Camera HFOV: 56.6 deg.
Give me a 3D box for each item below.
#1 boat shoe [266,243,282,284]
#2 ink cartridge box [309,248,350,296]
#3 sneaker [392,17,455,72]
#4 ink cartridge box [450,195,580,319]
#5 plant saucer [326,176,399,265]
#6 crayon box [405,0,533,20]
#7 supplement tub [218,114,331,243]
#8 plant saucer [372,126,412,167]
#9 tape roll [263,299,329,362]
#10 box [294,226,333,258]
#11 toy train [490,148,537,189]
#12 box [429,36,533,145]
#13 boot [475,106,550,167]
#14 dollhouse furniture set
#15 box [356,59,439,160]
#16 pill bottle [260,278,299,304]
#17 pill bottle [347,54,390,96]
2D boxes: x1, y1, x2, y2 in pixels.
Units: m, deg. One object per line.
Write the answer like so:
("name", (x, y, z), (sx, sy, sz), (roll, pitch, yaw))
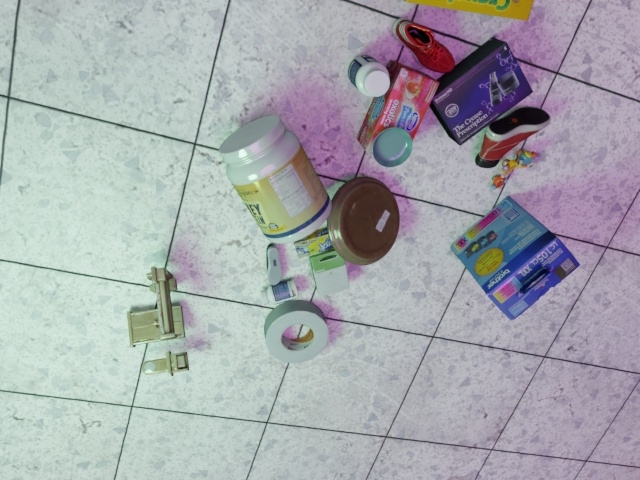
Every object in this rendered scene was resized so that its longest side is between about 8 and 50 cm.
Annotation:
("boat shoe", (-0.153, 0.076, 1.927), (0.049, 0.040, 0.142), (-8, 119, -17))
("ink cartridge box", (0.027, 0.087, 1.918), (0.109, 0.062, 0.209), (-16, 139, -3))
("sneaker", (0.301, -0.529, 1.655), (0.221, 0.128, 0.087), (26, 109, -22))
("ink cartridge box", (0.610, 0.061, 1.864), (0.270, 0.395, 0.151), (-43, 116, 11))
("plant saucer", (0.144, -0.060, 1.841), (0.277, 0.041, 0.278), (-2, 94, -32))
("crayon box", (0.414, -0.771, 1.565), (0.362, 0.106, 0.313), (3, 116, -13))
("supplement tub", (-0.128, -0.173, 1.697), (0.228, 0.228, 0.316), (-28, 118, 4))
("plant saucer", (0.202, -0.267, 1.690), (0.119, 0.021, 0.119), (-5, 120, -9))
("tape roll", (-0.083, 0.315, 2.045), (0.219, 0.072, 0.219), (-4, 118, -8))
("box", (0.000, 0.000, 1.910), (0.168, 0.054, 0.059), (-17, 119, -3))
("toy train", (0.614, -0.235, 1.911), (0.166, 0.046, 0.125), (-32, 156, -2))
("box", (0.459, -0.437, 1.750), (0.261, 0.103, 0.184), (-37, 115, 9))
("boot", (0.596, -0.314, 1.860), (0.244, 0.088, 0.176), (-22, 148, -20))
("dollhouse furniture set", (-0.511, 0.259, 1.767), (0.173, 0.355, 0.303), (-8, 79, -8))
("box", (0.220, -0.373, 1.722), (0.128, 0.123, 0.257), (16, 113, -19))
("pill bottle", (-0.135, 0.174, 1.965), (0.120, 0.067, 0.067), (-15, 119, -3))
("pill bottle", (0.136, -0.451, 1.639), (0.094, 0.169, 0.094), (-4, 117, -8))
